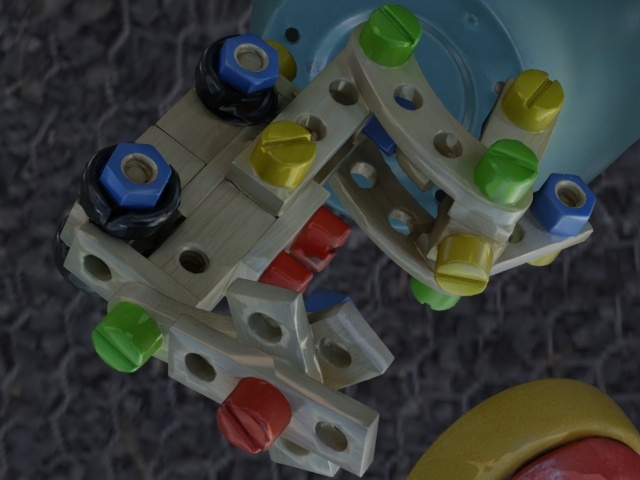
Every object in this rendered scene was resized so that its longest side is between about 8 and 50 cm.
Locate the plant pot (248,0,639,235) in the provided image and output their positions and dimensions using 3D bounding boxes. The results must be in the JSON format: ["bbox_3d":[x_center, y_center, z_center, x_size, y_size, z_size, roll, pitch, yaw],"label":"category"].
[{"bbox_3d":[0.086,-0.135,1.310,0.293,0.235,0.293,10,116,20],"label":"plant pot"}]

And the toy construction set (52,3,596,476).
[{"bbox_3d":[0.000,0.000,0.984,0.215,0.328,0.151,38,127,4],"label":"toy construction set"}]

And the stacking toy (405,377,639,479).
[{"bbox_3d":[0.024,0.225,0.722,0.279,0.130,0.309,-7,119,-32],"label":"stacking toy"}]
